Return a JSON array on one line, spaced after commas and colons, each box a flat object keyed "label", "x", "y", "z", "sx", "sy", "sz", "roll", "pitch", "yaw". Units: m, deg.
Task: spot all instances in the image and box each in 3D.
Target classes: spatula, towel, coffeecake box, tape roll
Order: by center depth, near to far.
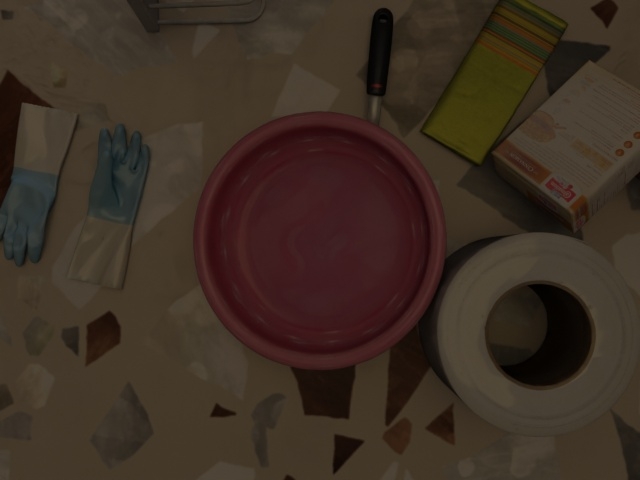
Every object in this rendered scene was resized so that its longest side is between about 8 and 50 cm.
[{"label": "tape roll", "x": 0.258, "y": 0.113, "z": 0.916, "sx": 0.245, "sy": 0.169, "sz": 0.246, "roll": 0, "pitch": 89, "yaw": 0}, {"label": "coffeecake box", "x": 0.347, "y": -0.126, "z": 0.941, "sx": 0.185, "sy": 0.068, "sz": 0.142, "roll": -43, "pitch": 57, "yaw": -1}, {"label": "spatula", "x": 0.075, "y": -0.178, "z": 0.988, "sx": 0.084, "sy": 0.030, "sz": 0.297, "roll": 6, "pitch": 91, "yaw": 2}, {"label": "towel", "x": 0.244, "y": -0.229, "z": 1.000, "sx": 0.102, "sy": 0.021, "sz": 0.237, "roll": 32, "pitch": 90, "yaw": 6}]

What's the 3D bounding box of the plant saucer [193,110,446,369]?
[{"label": "plant saucer", "x": 0.000, "y": 0.000, "z": 0.938, "sx": 0.331, "sy": 0.084, "sz": 0.333, "roll": 0, "pitch": 89, "yaw": 11}]

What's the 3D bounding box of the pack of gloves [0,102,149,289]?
[{"label": "pack of gloves", "x": -0.350, "y": -0.064, "z": 0.980, "sx": 0.194, "sy": 0.046, "sz": 0.232, "roll": 12, "pitch": 88, "yaw": -1}]

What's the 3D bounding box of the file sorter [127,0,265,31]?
[{"label": "file sorter", "x": -0.161, "y": -0.398, "z": 0.874, "sx": 0.172, "sy": 0.277, "sz": 0.193, "roll": -3, "pitch": 89, "yaw": -2}]

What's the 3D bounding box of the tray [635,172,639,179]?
[{"label": "tray", "x": 0.625, "y": -0.187, "z": 0.898, "sx": 0.202, "sy": 0.076, "sz": 0.411, "roll": 32, "pitch": 107, "yaw": -6}]
